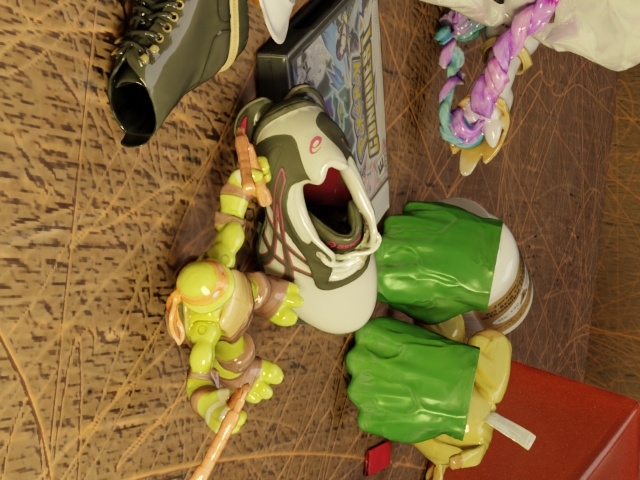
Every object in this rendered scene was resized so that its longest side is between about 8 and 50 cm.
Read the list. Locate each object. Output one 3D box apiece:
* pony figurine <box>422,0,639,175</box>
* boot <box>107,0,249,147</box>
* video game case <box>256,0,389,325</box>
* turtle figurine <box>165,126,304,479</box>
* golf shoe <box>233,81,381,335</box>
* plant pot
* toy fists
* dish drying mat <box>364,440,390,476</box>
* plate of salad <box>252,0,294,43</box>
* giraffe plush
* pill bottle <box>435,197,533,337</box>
[{"bbox_3d":[0.250,-0.289,1.618,0.351,0.303,0.363,104,9,-58],"label":"pony figurine"},{"bbox_3d":[-0.105,-0.173,0.937,0.137,0.077,0.197,-56,147,-43],"label":"boot"},{"bbox_3d":[0.010,-0.097,1.334,0.248,0.035,0.274,-54,145,-54],"label":"video game case"},{"bbox_3d":[-0.076,0.064,1.070,0.217,0.087,0.269,61,31,-71],"label":"turtle figurine"},{"bbox_3d":[0.000,0.000,1.177,0.105,0.120,0.272,-29,133,-10],"label":"golf shoe"},{"bbox_3d":[0.282,0.356,1.960,0.236,0.267,0.267,-46,140,-39],"label":"plant pot"},{"bbox_3d":[0.110,0.088,1.528,0.096,0.142,0.279,82,20,-72],"label":"toy fists"},{"bbox_3d":[0.069,0.262,1.660,0.083,0.008,0.032,-1,97,-69],"label":"dish drying mat"},{"bbox_3d":[-0.052,-0.251,1.069,0.200,0.048,0.199,-5,90,-82],"label":"plate of salad"},{"bbox_3d":[0.148,0.201,1.656,0.181,0.210,0.170,-37,166,-23],"label":"giraffe plush"},{"bbox_3d":[0.189,0.034,1.737,0.229,0.131,0.131,50,49,-64],"label":"pill bottle"}]
